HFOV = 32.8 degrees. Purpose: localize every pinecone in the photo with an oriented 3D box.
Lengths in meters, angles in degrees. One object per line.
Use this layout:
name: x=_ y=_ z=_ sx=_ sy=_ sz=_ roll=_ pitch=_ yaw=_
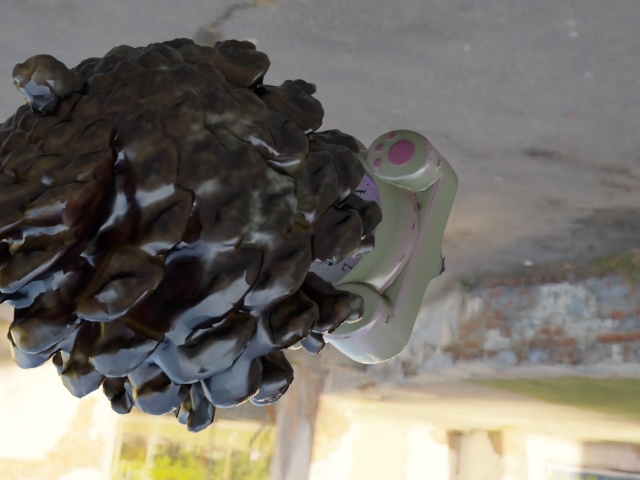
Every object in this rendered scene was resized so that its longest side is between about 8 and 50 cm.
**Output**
pinecone: x=-0.106 y=-0.009 z=0.755 sx=0.296 sy=0.298 sz=0.242 roll=37 pitch=134 yaw=-12

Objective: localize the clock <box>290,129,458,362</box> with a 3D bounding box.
clock: x=0.000 y=0.000 z=1.355 sx=0.309 sy=0.284 sz=0.114 roll=6 pitch=159 yaw=36
